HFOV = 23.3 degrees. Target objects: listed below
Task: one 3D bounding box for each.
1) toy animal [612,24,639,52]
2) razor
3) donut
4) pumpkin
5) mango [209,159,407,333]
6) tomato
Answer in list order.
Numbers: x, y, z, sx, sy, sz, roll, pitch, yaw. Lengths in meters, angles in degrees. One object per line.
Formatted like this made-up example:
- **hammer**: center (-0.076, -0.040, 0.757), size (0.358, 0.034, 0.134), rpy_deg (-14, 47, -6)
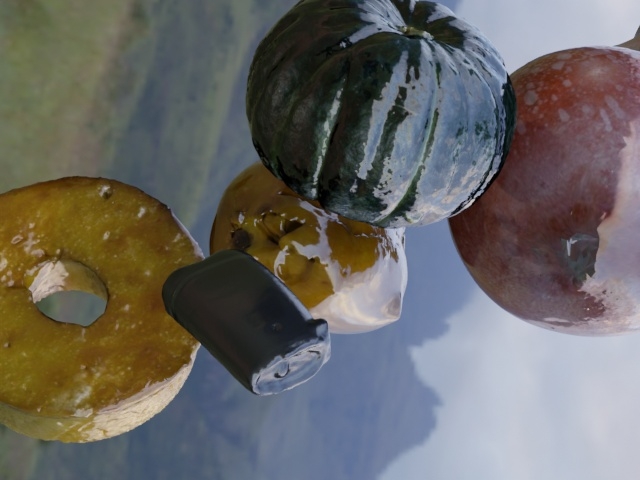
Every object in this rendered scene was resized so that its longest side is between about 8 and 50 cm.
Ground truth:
- **toy animal**: center (0.477, -0.196, 1.907), size (0.237, 0.269, 0.326), rpy_deg (112, -24, -49)
- **razor**: center (-0.060, 0.063, 1.259), size (0.148, 0.090, 0.054), rpy_deg (41, -34, 43)
- **donut**: center (-0.256, 0.077, 1.602), size (0.110, 0.303, 0.303), rpy_deg (95, -3, -51)
- **pumpkin**: center (0.049, -0.108, 1.240), size (0.220, 0.220, 0.162), rpy_deg (-95, -154, -54)
- **mango**: center (0.000, 0.000, 1.500), size (0.152, 0.201, 0.287), rpy_deg (-48, 158, 17)
- **tomato**: center (0.242, -0.035, 1.396), size (0.227, 0.270, 0.270), rpy_deg (-65, 172, -57)
